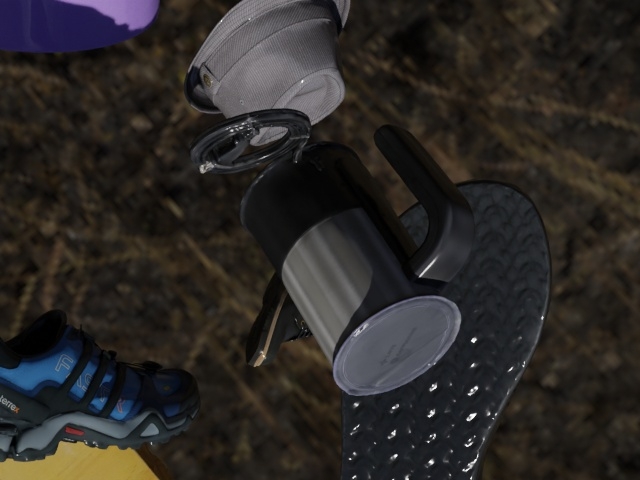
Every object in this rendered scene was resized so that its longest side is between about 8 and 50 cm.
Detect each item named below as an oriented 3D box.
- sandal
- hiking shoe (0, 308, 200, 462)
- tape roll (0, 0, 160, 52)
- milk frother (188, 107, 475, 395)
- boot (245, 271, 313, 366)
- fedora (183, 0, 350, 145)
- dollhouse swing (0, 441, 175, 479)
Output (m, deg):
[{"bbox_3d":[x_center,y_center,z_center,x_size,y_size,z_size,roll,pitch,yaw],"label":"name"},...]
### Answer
[{"bbox_3d":[0.094,0.150,1.560,0.107,0.167,0.445,-46,150,-72],"label":"sandal"},{"bbox_3d":[-0.223,0.131,1.659,0.304,0.113,0.132,-2,94,-52],"label":"hiking shoe"},{"bbox_3d":[-0.319,-0.308,1.998,0.275,0.275,0.090,-22,129,-38],"label":"tape roll"},{"bbox_3d":[0.000,0.000,1.009,0.143,0.135,0.129,-2,134,-35],"label":"milk frother"},{"bbox_3d":[-0.015,0.116,2.327,0.077,0.137,0.198,-52,-169,42],"label":"boot"},{"bbox_3d":[-0.049,-0.217,2.298,0.244,0.124,0.275,-18,160,-34],"label":"fedora"},{"bbox_3d":[-0.287,0.301,2.035,0.305,0.347,0.315,-44,170,9],"label":"dollhouse swing"}]
